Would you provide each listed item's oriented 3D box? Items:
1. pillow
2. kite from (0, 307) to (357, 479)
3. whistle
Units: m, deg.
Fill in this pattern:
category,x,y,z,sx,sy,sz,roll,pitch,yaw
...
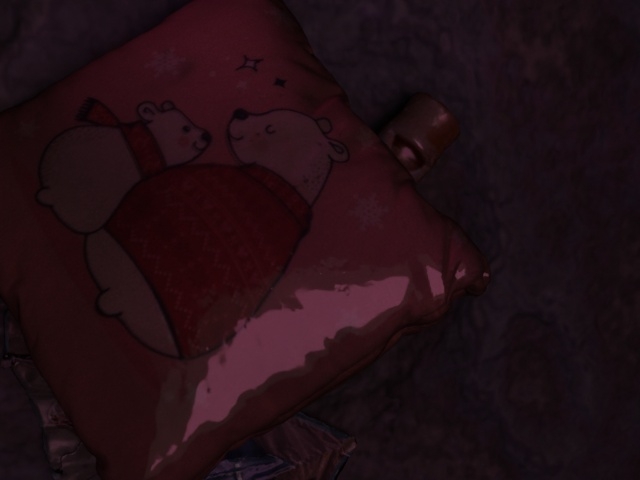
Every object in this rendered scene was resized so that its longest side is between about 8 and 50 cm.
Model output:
category,x,y,z,sx,sy,sz,roll,pitch,yaw
pillow,-0.064,-0.006,0.510,0.223,0.084,0.236,-31,74,-10
kite,-0.120,0.174,0.603,0.314,0.011,0.335,-20,108,-18
whistle,0.000,0.000,0.594,0.107,0.057,0.220,44,78,-11
